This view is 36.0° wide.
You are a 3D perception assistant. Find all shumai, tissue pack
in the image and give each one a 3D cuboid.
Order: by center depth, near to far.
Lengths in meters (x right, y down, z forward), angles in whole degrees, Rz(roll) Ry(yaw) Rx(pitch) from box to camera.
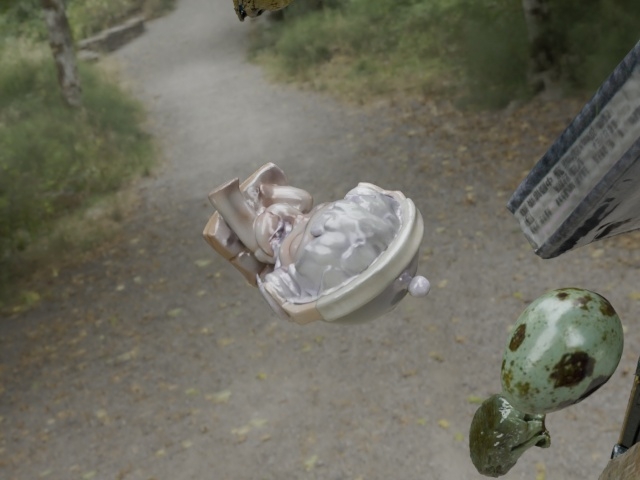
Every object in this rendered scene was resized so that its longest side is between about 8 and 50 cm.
[{"bbox_3d":[0.461,-0.142,1.308,0.288,0.124,0.394,-11,-27,-28],"label":"tissue pack"},{"bbox_3d":[0.393,0.401,2.027,0.142,0.184,0.184,12,16,-8],"label":"shumai"}]

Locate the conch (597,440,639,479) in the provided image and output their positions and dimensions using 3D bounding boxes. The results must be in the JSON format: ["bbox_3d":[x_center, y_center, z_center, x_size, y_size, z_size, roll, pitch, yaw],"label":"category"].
[{"bbox_3d":[0.480,0.365,1.271,0.324,0.263,0.186,3,-11,33],"label":"conch"}]

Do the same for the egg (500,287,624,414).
[{"bbox_3d":[0.376,0.177,1.557,0.231,0.169,0.169,-44,26,-14],"label":"egg"}]

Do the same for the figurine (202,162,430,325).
[{"bbox_3d":[0.002,0.003,0.902,0.162,0.141,0.237,-44,32,-18],"label":"figurine"}]

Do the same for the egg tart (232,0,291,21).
[{"bbox_3d":[-0.074,-0.558,2.023,0.107,0.290,0.291,33,30,4],"label":"egg tart"}]

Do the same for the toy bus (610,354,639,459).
[{"bbox_3d":[0.580,0.316,1.701,0.121,0.335,0.123,14,29,17],"label":"toy bus"}]
